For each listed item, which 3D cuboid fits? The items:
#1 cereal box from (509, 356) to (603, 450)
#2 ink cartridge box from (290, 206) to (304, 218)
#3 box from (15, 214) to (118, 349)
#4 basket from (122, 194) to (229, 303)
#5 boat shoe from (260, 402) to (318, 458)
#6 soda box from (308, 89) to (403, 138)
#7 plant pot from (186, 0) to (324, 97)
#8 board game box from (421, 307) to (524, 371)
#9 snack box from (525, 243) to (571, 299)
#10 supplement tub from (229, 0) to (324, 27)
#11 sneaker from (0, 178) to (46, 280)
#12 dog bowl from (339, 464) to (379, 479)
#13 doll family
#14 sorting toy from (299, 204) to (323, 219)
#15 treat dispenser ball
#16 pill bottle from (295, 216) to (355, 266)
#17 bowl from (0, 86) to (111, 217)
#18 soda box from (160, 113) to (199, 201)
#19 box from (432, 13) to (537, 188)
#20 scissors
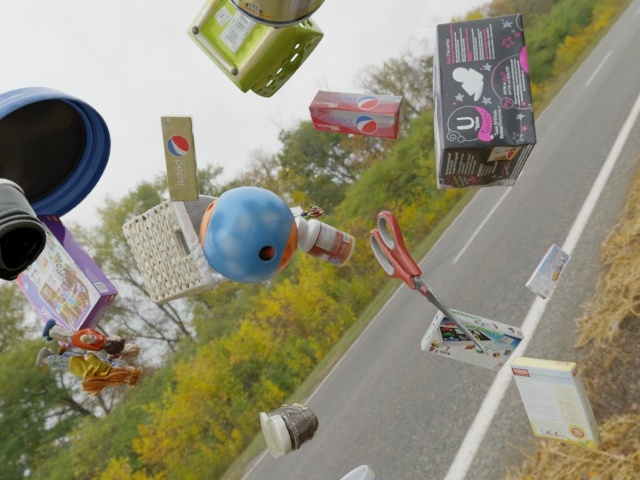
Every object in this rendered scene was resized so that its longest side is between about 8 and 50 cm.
[{"bbox_3d":[0.647,0.444,1.177,0.047,0.240,0.173,-25,7,-34],"label":"cereal box"},{"bbox_3d":[-0.121,-0.062,1.703,0.099,0.056,0.135,-12,-43,-22],"label":"ink cartridge box"},{"bbox_3d":[-0.661,0.102,1.084,0.201,0.293,0.057,-50,-16,17],"label":"box"},{"bbox_3d":[-0.469,0.032,1.542,0.267,0.328,0.331,-24,-4,13],"label":"basket"},{"bbox_3d":[-0.085,0.467,1.061,0.097,0.116,0.324,-17,-19,-21],"label":"boat shoe"},{"bbox_3d":[0.104,-0.368,1.240,0.092,0.263,0.083,71,-144,-53],"label":"soda box"},{"bbox_3d":[-0.160,-0.491,1.009,0.228,0.227,0.207,-41,6,25],"label":"plant pot"},{"bbox_3d":[0.548,0.363,1.554,0.053,0.306,0.192,-77,4,-57],"label":"board game box"},{"bbox_3d":[0.673,0.090,1.255,0.178,0.064,0.022,-45,-11,-25],"label":"snack box"},{"bbox_3d":[-0.063,-0.508,0.669,0.228,0.228,0.316,-46,11,-4],"label":"supplement tub"},{"bbox_3d":[-0.578,0.040,0.680,0.295,0.147,0.104,-49,-26,-15],"label":"sneaker"},{"bbox_3d":[0.057,0.720,1.104,0.265,0.104,0.265,-38,-16,-12],"label":"dog bowl"},{"bbox_3d":[-0.445,0.246,0.849,0.263,0.163,0.118,127,159,-68],"label":"doll family"},{"bbox_3d":[-0.038,-0.107,1.572,0.102,0.042,0.061,-10,18,28],"label":"sorting toy"},{"bbox_3d":[-0.211,-0.016,1.266,0.288,0.288,0.288,-46,-6,-6],"label":"treat dispenser ball"},{"bbox_3d":[0.000,0.000,1.470,0.121,0.216,0.121,-52,25,36],"label":"pill bottle"},{"bbox_3d":[-0.711,-0.197,1.060,0.391,0.077,0.391,-52,-10,-13],"label":"bowl"},{"bbox_3d":[-0.300,-0.177,0.916,0.058,0.061,0.181,-119,28,-66],"label":"soda box"},{"bbox_3d":[0.272,-0.233,0.748,0.163,0.142,0.247,57,-146,-69],"label":"box"},{"bbox_3d":[0.153,0.072,0.659,0.021,0.297,0.109,-14,-40,-20],"label":"scissors"}]
